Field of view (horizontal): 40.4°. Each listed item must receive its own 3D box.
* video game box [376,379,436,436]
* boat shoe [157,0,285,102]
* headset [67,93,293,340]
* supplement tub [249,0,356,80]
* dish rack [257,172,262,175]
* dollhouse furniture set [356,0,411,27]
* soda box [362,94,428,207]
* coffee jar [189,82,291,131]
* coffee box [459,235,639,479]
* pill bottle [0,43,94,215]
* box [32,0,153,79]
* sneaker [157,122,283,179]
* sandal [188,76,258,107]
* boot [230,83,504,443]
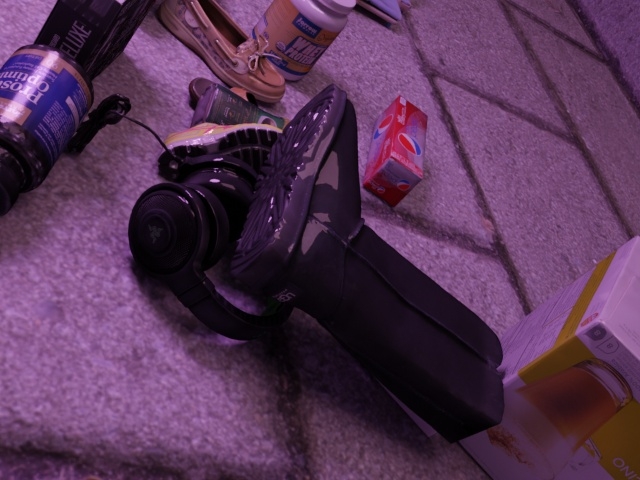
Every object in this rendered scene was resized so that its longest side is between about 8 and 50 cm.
[{"bbox_3d":[0.150,0.185,1.397,0.205,0.048,0.187,48,36,5],"label":"video game box"},{"bbox_3d":[-0.172,-0.370,1.626,0.285,0.089,0.105,38,34,-10],"label":"boat shoe"},{"bbox_3d":[-0.193,-0.028,1.226,0.394,0.185,0.243,56,27,-10],"label":"headset"},{"bbox_3d":[-0.036,-0.437,1.745,0.144,0.200,0.144,28,37,-23],"label":"supplement tub"},{"bbox_3d":[0.000,0.000,1.418,0.271,0.074,0.208,49,34,8],"label":"dish rack"},{"bbox_3d":[0.192,-0.709,2.291,0.286,0.198,0.303,23,39,-29],"label":"dollhouse furniture set"},{"bbox_3d":[0.155,-0.186,1.770,0.083,0.092,0.263,35,34,-15],"label":"soda box"},{"bbox_3d":[-0.122,-0.185,1.472,0.184,0.079,0.096,24,71,-27],"label":"coffee jar"},{"bbox_3d":[0.469,0.261,1.391,0.338,0.334,0.338,47,35,3],"label":"coffee box"},{"bbox_3d":[-0.384,-0.138,1.100,0.122,0.123,0.219,33,48,-17],"label":"pill bottle"},{"bbox_3d":[-0.322,-0.331,1.287,0.076,0.242,0.307,36,35,-12],"label":"box"},{"bbox_3d":[-0.152,-0.155,1.364,0.208,0.082,0.094,-6,34,-9],"label":"sneaker"},{"bbox_3d":[-0.132,-0.228,1.540,0.219,0.060,0.090,33,35,-17],"label":"sandal"},{"bbox_3d":[0.106,0.032,1.269,0.445,0.146,0.367,36,52,-22],"label":"boot"}]
